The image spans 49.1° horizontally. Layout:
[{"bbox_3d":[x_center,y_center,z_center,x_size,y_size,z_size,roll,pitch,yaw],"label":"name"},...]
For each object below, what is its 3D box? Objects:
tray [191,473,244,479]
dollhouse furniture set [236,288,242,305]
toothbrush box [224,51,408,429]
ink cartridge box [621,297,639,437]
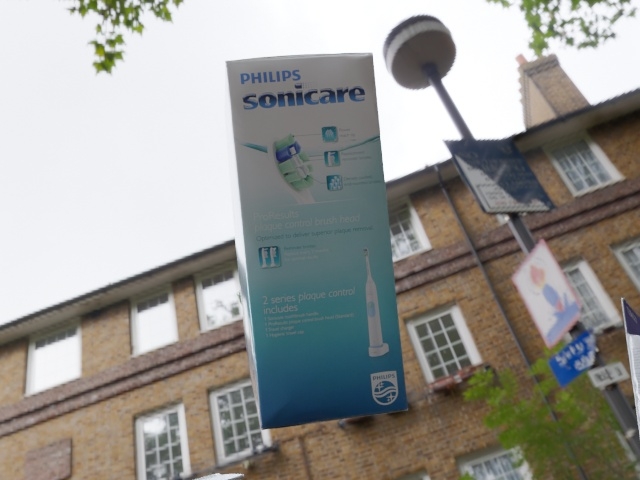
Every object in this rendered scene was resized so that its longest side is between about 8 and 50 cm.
[{"bbox_3d":[-0.262,0.438,1.137,0.270,0.030,0.145,3,-48,-47],"label":"tray"},{"bbox_3d":[-0.080,0.075,0.953,0.058,0.076,0.152,-26,-17,-46],"label":"dollhouse furniture set"},{"bbox_3d":[-0.016,-0.002,0.654,0.126,0.296,0.216,-5,2,-8],"label":"toothbrush box"},{"bbox_3d":[0.671,0.307,1.341,0.071,0.330,0.324,-13,-30,35],"label":"ink cartridge box"}]
